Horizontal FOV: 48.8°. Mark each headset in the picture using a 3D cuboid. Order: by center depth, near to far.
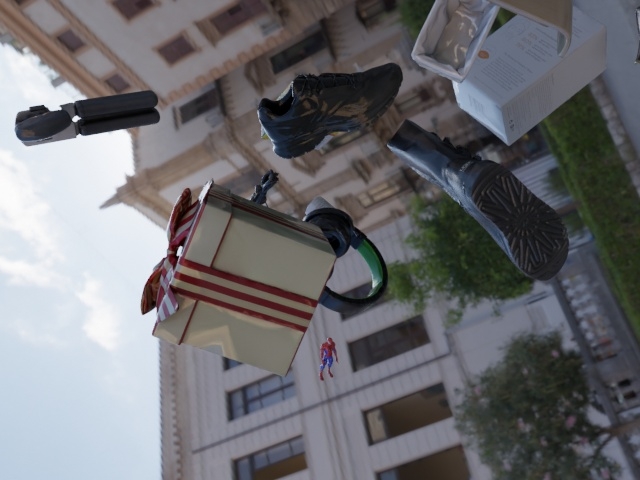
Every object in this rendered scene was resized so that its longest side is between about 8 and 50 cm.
[{"bbox_3d":[0.000,0.000,1.683,0.394,0.185,0.243,36,-137,0],"label":"headset"}]

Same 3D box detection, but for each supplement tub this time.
[{"bbox_3d":[0.018,-0.068,2.022,0.107,0.071,0.071,41,-172,19],"label":"supplement tub"}]

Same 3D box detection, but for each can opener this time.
[{"bbox_3d":[-0.451,-0.233,1.388,0.095,0.283,0.076,48,145,48],"label":"can opener"}]

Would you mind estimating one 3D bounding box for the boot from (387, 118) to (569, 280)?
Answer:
[{"bbox_3d":[0.378,-0.112,1.751,0.367,0.146,0.445,48,178,-27],"label":"boot"}]

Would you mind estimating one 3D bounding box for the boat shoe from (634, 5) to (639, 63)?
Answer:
[{"bbox_3d":[0.877,-0.494,1.861,0.257,0.095,0.095,62,-177,-11],"label":"boat shoe"}]

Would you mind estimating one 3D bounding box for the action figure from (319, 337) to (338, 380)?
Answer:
[{"bbox_3d":[0.017,0.252,1.514,0.030,0.038,0.115,-125,30,-50],"label":"action figure"}]

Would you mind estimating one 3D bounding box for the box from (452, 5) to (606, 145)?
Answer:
[{"bbox_3d":[0.552,-0.458,1.876,0.215,0.345,0.168,50,177,36],"label":"box"}]

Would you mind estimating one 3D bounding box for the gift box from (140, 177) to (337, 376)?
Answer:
[{"bbox_3d":[-0.137,0.047,1.150,0.258,0.255,0.276,21,-175,-11],"label":"gift box"}]

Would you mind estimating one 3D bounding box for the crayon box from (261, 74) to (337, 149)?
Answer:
[{"bbox_3d":[-0.020,-0.373,2.034,0.202,0.318,0.081,8,-109,-26],"label":"crayon box"}]

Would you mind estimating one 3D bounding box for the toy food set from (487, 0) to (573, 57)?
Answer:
[{"bbox_3d":[0.259,-0.428,1.083,0.306,0.092,0.220,16,-111,-17],"label":"toy food set"}]

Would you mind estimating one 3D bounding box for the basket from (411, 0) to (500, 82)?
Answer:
[{"bbox_3d":[0.257,-0.391,1.330,0.113,0.167,0.103,27,-172,9],"label":"basket"}]

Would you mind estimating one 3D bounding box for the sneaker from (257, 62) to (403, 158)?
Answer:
[{"bbox_3d":[0.014,-0.259,1.300,0.130,0.286,0.109,54,-164,-36],"label":"sneaker"}]
